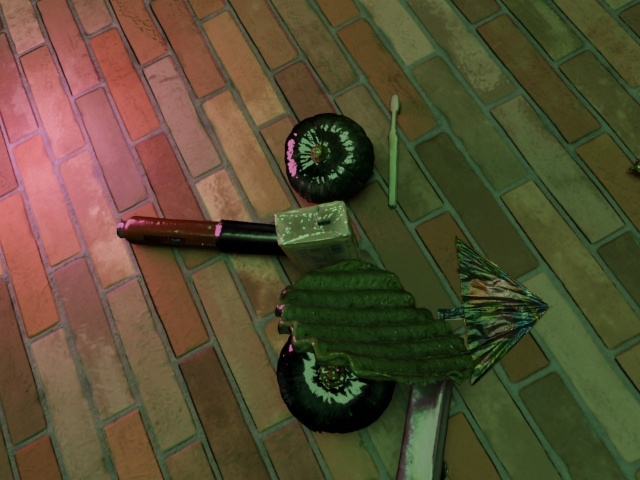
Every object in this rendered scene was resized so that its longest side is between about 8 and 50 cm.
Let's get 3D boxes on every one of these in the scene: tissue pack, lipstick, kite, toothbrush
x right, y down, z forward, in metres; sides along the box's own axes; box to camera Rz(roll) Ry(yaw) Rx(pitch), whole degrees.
[{"bbox_3d":[0.000,0.000,1.217,0.148,0.196,0.092,-9,67,7],"label":"tissue pack"},{"bbox_3d":[-0.268,-0.013,1.331,0.418,0.077,0.077,4,70,12],"label":"lipstick"},{"bbox_3d":[0.359,0.135,1.204,0.233,0.016,0.321,-4,69,8],"label":"kite"},{"bbox_3d":[0.171,-0.213,1.359,0.026,0.028,0.295,-6,67,30],"label":"toothbrush"}]

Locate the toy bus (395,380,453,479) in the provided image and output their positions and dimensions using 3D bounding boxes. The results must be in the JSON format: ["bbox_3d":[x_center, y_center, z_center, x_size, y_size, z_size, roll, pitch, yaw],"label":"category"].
[{"bbox_3d":[0.199,0.363,1.097,0.090,0.112,0.274,5,70,19],"label":"toy bus"}]

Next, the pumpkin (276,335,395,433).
[{"bbox_3d":[0.032,0.258,1.132,0.232,0.163,0.233,-2,73,7],"label":"pumpkin"}]

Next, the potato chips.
[{"bbox_3d":[0.098,0.148,1.060,0.358,0.429,0.070,41,116,41],"label":"potato chips"}]

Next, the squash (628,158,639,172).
[{"bbox_3d":[0.770,-0.169,1.222,0.224,0.094,0.094,-10,68,12],"label":"squash"}]

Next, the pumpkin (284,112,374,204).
[{"bbox_3d":[0.015,-0.184,1.307,0.211,0.152,0.212,-5,69,13],"label":"pumpkin"}]
